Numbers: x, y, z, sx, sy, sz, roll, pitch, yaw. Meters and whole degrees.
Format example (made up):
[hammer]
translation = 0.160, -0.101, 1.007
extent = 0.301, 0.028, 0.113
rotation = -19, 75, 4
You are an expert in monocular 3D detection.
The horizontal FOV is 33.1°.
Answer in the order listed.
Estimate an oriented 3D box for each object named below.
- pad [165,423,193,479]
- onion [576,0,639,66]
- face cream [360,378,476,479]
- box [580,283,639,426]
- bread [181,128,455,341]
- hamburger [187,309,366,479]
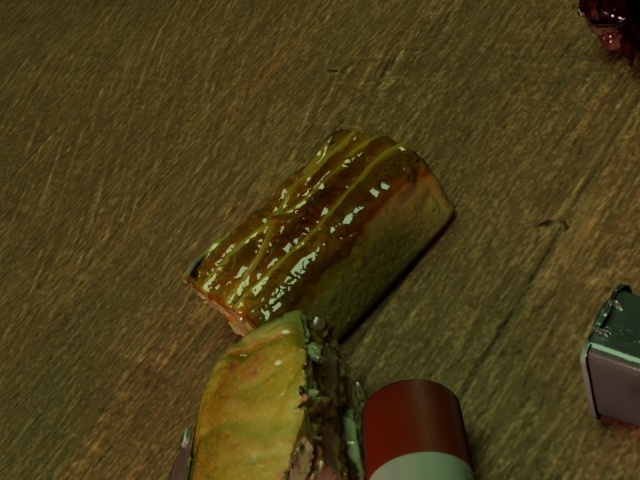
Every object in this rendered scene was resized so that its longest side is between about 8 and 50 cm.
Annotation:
[pad]
translation = -0.154, 0.268, 1.004
extent = 0.113, 0.006, 0.188
rotation = -88, 20, -49
[onion]
translation = 0.414, -0.301, 1.169
extent = 0.281, 0.221, 0.281
rotation = -35, 44, 42
[face cream]
translation = 0.088, 0.226, 0.905
extent = 0.096, 0.096, 0.214
rotation = -22, 38, 14
[box]
translation = 0.269, 0.103, 0.897
extent = 0.069, 0.122, 0.084
rotation = 19, 61, 33
[bread]
translation = 0.000, 0.000, 1.215
extent = 0.274, 0.114, 0.185
rotation = -44, 38, -17
[hamburger]
translation = -0.041, 0.203, 0.980
extent = 0.245, 0.155, 0.282
rotation = 17, 64, 50
